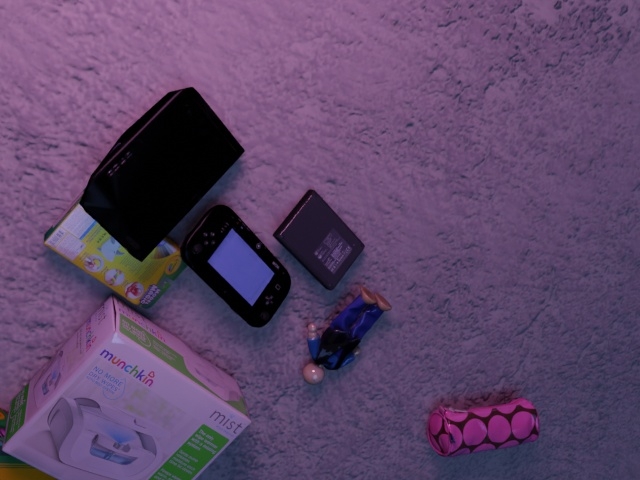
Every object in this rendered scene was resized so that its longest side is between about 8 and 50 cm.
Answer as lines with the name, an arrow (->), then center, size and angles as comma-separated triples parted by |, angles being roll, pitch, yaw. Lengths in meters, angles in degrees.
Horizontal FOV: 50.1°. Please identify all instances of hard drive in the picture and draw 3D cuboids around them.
hard drive -> 0.000, 0.000, 1.058 | 0.135, 0.022, 0.094 | 47, 73, -29

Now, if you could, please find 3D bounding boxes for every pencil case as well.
pencil case -> 0.312, 0.349, 1.297 | 0.209, 0.095, 0.098 | -3, 96, -22

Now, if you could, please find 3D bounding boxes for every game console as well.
game console -> -0.153, -0.022, 0.970 | 0.213, 0.044, 0.361 | -50, 127, -15

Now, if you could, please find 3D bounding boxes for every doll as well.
doll -> 0.031, 0.162, 1.137 | 0.129, 0.046, 0.189 | 27, 106, -37

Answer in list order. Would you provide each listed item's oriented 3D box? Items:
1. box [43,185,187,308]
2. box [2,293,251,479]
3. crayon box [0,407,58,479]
box -> -0.280, 0.011, 0.962 | 0.105, 0.043, 0.179 | -48, 117, 2
box -> -0.279, 0.252, 1.016 | 0.231, 0.127, 0.262 | -45, 118, 4
crayon box -> -0.523, 0.380, 0.999 | 0.165, 0.081, 0.278 | 39, 94, -28
